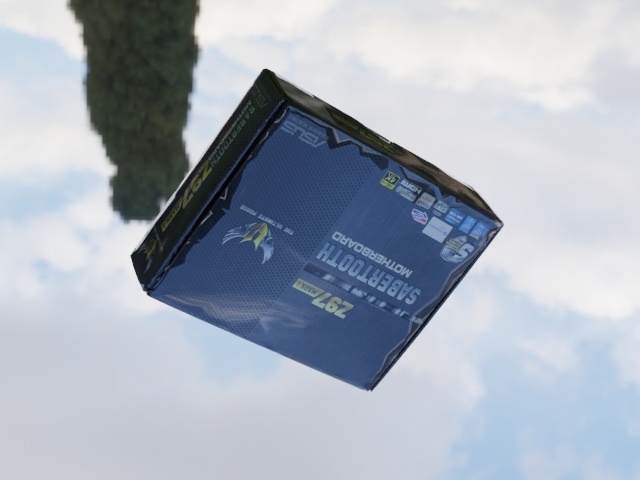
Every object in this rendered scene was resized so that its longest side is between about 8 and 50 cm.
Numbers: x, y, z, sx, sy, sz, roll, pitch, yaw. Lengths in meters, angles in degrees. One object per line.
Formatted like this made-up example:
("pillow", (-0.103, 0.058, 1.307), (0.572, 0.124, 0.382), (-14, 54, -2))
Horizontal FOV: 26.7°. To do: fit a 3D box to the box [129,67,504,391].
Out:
("box", (0.000, 0.000, 1.037), (0.232, 0.183, 0.059), (28, -161, -32))
